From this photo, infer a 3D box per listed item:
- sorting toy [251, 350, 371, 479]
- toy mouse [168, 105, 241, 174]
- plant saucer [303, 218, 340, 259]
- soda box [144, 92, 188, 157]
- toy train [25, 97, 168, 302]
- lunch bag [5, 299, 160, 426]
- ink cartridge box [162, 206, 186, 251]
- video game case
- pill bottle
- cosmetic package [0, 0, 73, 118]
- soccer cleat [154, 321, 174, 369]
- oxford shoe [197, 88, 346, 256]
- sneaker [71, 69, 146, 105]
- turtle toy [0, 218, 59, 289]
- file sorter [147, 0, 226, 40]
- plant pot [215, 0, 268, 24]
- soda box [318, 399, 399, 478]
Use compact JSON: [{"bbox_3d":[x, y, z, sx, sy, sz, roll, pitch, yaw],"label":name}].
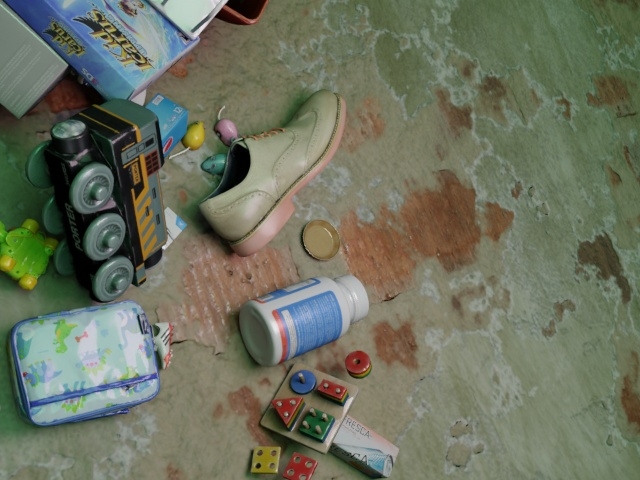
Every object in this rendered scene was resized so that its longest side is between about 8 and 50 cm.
[{"bbox_3d":[-0.026,0.289,1.391,0.132,0.046,0.275,18,60,25],"label":"sorting toy"},{"bbox_3d":[-0.186,-0.179,1.513,0.143,0.031,0.161,34,60,-16],"label":"toy mouse"},{"bbox_3d":[0.000,0.000,1.569,0.083,0.015,0.083,9,69,-26],"label":"plant saucer"},{"bbox_3d":[-0.317,-0.157,1.398,0.067,0.071,0.210,31,59,5],"label":"soda box"},{"bbox_3d":[-0.322,-0.056,1.236,0.142,0.334,0.190,27,48,28],"label":"toy train"},{"bbox_3d":[-0.367,0.194,1.252,0.219,0.090,0.176,-7,81,-30],"label":"lunch bag"},{"bbox_3d":[-0.280,-0.012,1.405,0.048,0.028,0.083,43,58,-11],"label":"ink cartridge box"},{"bbox_3d":[-0.351,-0.369,1.290,0.269,0.061,0.244,45,36,-12],"label":"video game case"},{"bbox_3d":[-0.024,0.136,1.445,0.221,0.124,0.124,-17,83,-32],"label":"pill bottle"},{"bbox_3d":[-0.509,-0.318,1.237,0.127,0.107,0.238,-42,107,11],"label":"cosmetic package"},{"bbox_3d":[-0.268,0.177,1.351,0.035,0.029,0.083,8,66,-18],"label":"soccer cleat"},{"bbox_3d":[-0.080,-0.162,1.490,0.146,0.140,0.397,45,56,-24],"label":"oxford shoe"},{"bbox_3d":[-0.447,-0.351,1.348,0.236,0.130,0.323,-8,72,-41],"label":"sneaker"},{"bbox_3d":[-0.478,0.012,1.252,0.130,0.066,0.095,53,50,-41],"label":"turtle toy"},{"bbox_3d":[-0.232,-0.494,1.259,0.277,0.173,0.193,41,80,-17],"label":"file sorter"},{"bbox_3d":[-0.207,-0.556,1.480,0.267,0.235,0.267,27,84,-19],"label":"plant pot"},{"bbox_3d":[0.051,0.361,1.452,0.183,0.058,0.063,35,60,-14],"label":"soda box"}]
